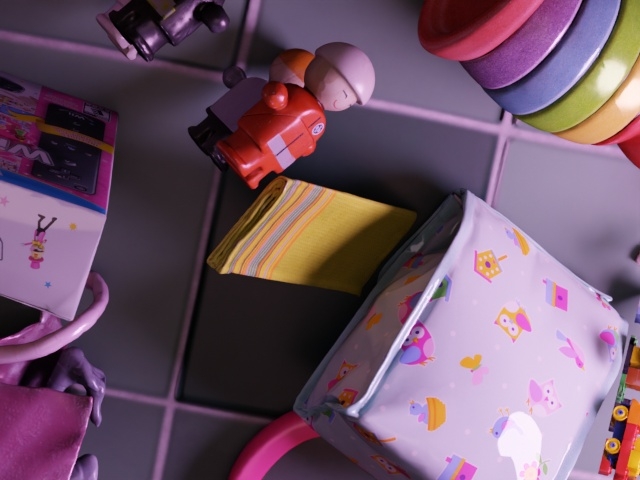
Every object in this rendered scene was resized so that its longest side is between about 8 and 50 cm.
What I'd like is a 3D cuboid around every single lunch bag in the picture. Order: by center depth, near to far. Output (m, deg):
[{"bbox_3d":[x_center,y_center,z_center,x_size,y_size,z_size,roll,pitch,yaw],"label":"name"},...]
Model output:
[{"bbox_3d":[0.140,0.111,1.740,0.223,0.160,0.262,38,69,-14],"label":"lunch bag"}]

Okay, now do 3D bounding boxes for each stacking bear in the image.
[{"bbox_3d":[0.242,-0.155,1.663,0.289,0.175,0.164,32,122,-22],"label":"stacking bear"}]

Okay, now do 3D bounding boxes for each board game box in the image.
[{"bbox_3d":[-0.285,-0.060,1.577,0.224,0.303,0.097,18,108,-10],"label":"board game box"}]

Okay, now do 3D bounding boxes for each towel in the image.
[{"bbox_3d":[0.000,0.000,1.677,0.102,0.237,0.021,-49,63,17],"label":"towel"}]

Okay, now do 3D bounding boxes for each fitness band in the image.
[{"bbox_3d":[0.043,0.285,1.850,0.291,0.054,0.209,39,102,-14],"label":"fitness band"}]

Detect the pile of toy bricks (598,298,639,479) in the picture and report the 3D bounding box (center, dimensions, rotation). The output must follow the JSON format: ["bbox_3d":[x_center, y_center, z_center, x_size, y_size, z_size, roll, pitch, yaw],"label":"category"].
[{"bbox_3d":[0.326,0.130,1.747,0.105,0.118,0.212,14,72,10],"label":"pile of toy bricks"}]

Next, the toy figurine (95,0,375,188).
[{"bbox_3d":[-0.071,-0.164,1.609,0.148,0.209,0.213,-41,102,-5],"label":"toy figurine"}]

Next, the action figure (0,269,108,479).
[{"bbox_3d":[-0.376,0.172,1.682,0.370,0.248,0.276,5,108,-8],"label":"action figure"}]

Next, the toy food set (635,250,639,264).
[{"bbox_3d":[0.395,-0.040,1.752,0.128,0.071,0.218,23,106,-11],"label":"toy food set"}]
